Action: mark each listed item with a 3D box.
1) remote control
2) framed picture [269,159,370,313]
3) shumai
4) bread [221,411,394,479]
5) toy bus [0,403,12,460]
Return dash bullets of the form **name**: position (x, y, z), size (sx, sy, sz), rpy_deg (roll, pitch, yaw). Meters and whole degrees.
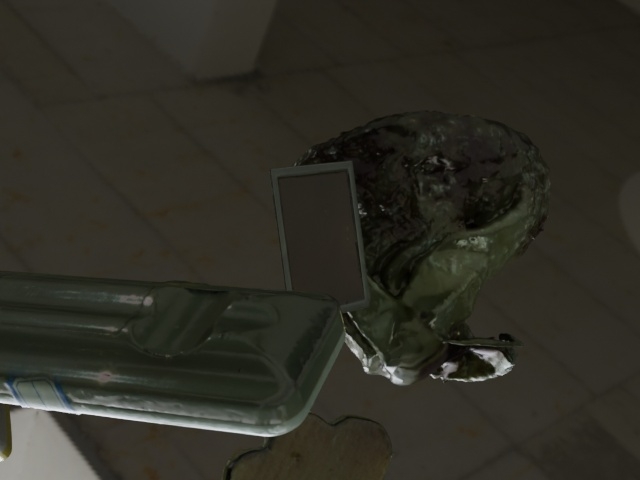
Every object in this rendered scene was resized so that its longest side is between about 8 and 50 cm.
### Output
- **remote control**: position (-0.153, 0.072, 0.819), size (0.335, 0.066, 0.128), rpy_deg (3, -146, 22)
- **framed picture**: position (0.000, 0.000, 1.300), size (0.011, 0.183, 0.142), rpy_deg (-5, -177, 44)
- **shumai**: position (0.130, 0.037, 1.531), size (0.395, 0.395, 0.348), rpy_deg (12, -121, -18)
- **bread**: position (-0.035, 0.337, 1.417), size (0.207, 0.056, 0.286), rpy_deg (34, -104, -12)
- **toy bus**: position (-0.618, 0.228, 1.670), size (0.249, 0.440, 0.209), rpy_deg (-11, -110, -9)
